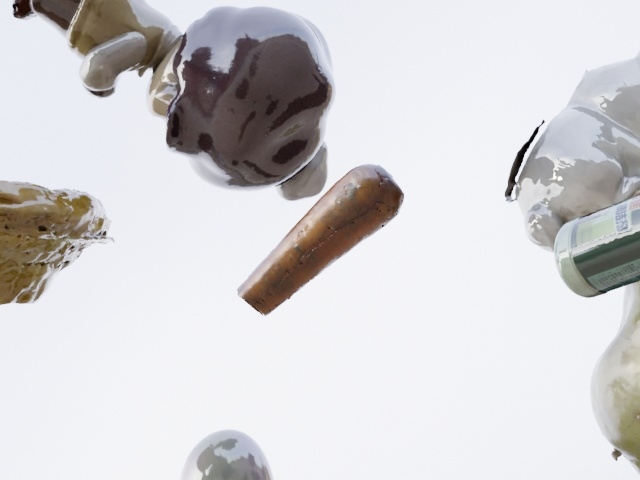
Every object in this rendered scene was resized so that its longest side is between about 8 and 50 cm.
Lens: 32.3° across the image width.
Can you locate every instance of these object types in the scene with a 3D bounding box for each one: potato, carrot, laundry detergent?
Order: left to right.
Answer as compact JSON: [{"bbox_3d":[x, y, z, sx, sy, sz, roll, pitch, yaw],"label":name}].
[{"bbox_3d":[0.000,0.000,0.926,0.161,0.055,0.055,-42,-46,6],"label":"carrot"},{"bbox_3d":[0.302,-0.020,0.881,0.226,0.070,0.099,-24,-5,36],"label":"laundry detergent"},{"bbox_3d":[0.405,0.098,1.117,0.202,0.218,0.351,-10,-63,-77],"label":"potato"}]

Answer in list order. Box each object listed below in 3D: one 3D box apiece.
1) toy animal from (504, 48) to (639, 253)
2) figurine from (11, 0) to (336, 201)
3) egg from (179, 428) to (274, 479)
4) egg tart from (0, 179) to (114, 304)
[{"bbox_3d":[0.332,-0.122,1.227,0.325,0.154,0.208,-60,-15,-1],"label":"toy animal"},{"bbox_3d":[-0.159,-0.176,1.212,0.365,0.218,0.206,16,-78,7],"label":"figurine"},{"bbox_3d":[-0.099,0.268,1.175,0.103,0.135,0.103,-3,-15,-1],"label":"egg"},{"bbox_3d":[-0.379,0.000,1.146,0.341,0.341,0.129,3,-91,-34],"label":"egg tart"}]
